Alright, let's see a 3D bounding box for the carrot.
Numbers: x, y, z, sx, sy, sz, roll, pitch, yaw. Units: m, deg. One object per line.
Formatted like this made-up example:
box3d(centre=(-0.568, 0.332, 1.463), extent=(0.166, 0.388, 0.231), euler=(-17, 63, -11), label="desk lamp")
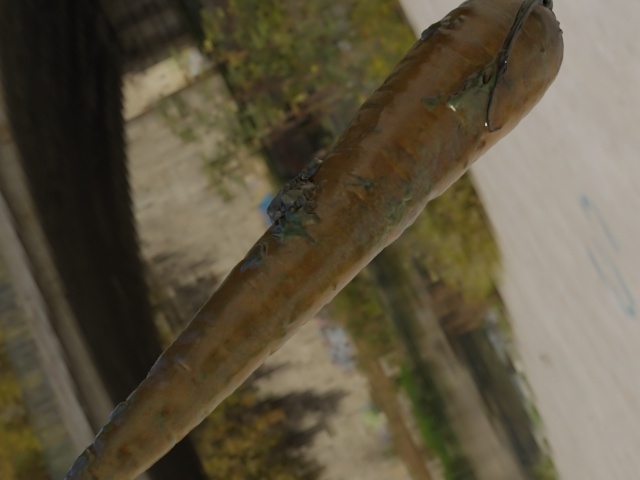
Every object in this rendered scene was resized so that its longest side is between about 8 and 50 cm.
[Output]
box3d(centre=(0.000, 0.000, 0.528), extent=(0.049, 0.254, 0.049), euler=(34, 155, 18), label="carrot")
